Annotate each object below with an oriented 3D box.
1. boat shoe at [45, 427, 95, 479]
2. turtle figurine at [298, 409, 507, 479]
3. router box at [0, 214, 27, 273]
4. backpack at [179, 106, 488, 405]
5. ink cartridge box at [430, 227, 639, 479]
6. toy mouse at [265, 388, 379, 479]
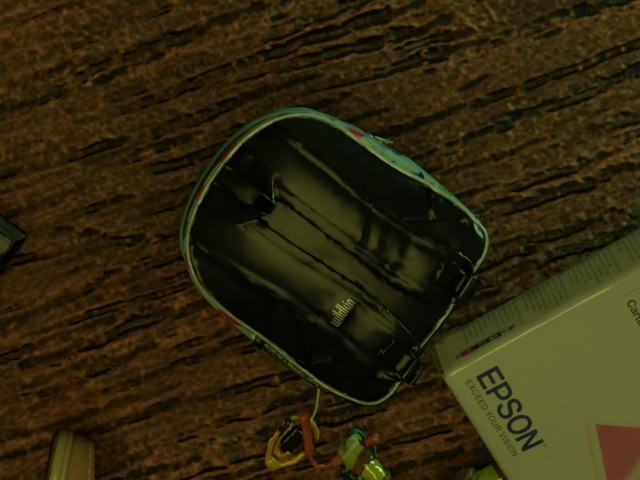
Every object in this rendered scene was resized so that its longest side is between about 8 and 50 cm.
[{"bbox_3d":[-0.210,0.342,1.805,0.110,0.121,0.341,-3,104,-3],"label":"boat shoe"},{"bbox_3d":[0.094,0.259,1.782,0.217,0.087,0.270,-19,107,-3],"label":"turtle figurine"},{"bbox_3d":[-0.477,0.004,1.796,0.309,0.081,0.243,37,94,-2],"label":"router box"},{"bbox_3d":[0.000,0.000,1.729,0.253,0.191,0.225,33,94,-13],"label":"backpack"},{"bbox_3d":[0.317,0.144,1.691,0.330,0.071,0.324,-29,118,9],"label":"ink cartridge box"},{"bbox_3d":[0.006,0.229,1.826,0.143,0.031,0.161,36,99,-13],"label":"toy mouse"}]
